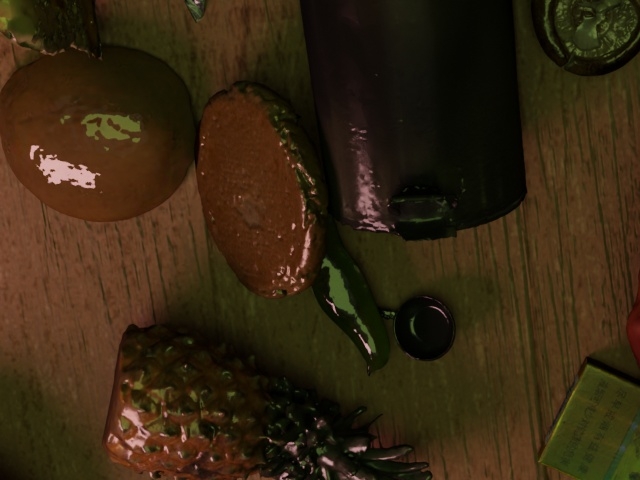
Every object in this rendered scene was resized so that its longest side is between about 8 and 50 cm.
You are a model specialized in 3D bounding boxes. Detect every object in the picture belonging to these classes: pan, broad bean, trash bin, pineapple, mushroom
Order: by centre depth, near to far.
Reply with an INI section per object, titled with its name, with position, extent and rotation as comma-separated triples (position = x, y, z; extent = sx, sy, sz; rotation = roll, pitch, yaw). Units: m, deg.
[trash bin]
position = 0.088, -0.178, 1.857
extent = 0.203, 0.252, 0.301
rotation = -4, 110, 8
[mushroom]
position = 0.266, -0.222, 1.916
extent = 0.123, 0.052, 0.123
rotation = 1, 109, 1
[broad bean]
position = -0.001, 0.001, 2.001
extent = 0.060, 0.043, 0.297
rotation = -21, 96, 14
[pineapple]
position = -0.052, 0.193, 2.008
extent = 0.340, 0.169, 0.169
rotation = 15, 105, -6
[pan]
position = 0.089, 0.081, 2.023
extent = 0.115, 0.023, 0.068
rotation = 21, 106, 18

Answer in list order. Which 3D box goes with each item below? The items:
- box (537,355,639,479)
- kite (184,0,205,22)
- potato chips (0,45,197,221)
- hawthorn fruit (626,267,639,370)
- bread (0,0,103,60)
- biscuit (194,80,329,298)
[box]
position = 0.338, 0.214, 2.023
extent = 0.193, 0.030, 0.121
rotation = 24, 105, 0
[kite]
position = -0.104, -0.284, 1.964
extent = 0.157, 0.011, 0.139
rotation = 22, 107, 1
[potato chips]
position = -0.233, -0.109, 1.994
extent = 0.208, 0.062, 0.195
rotation = 32, 107, -4
[hawthorn fruit]
position = 0.509, 0.060, 1.763
extent = 0.472, 0.472, 0.471
rotation = 1, 103, 6
[bread]
position = -0.385, -0.308, 1.867
extent = 0.279, 0.248, 0.315
rotation = -9, 93, 8
[biscuit]
position = -0.056, -0.050, 1.933
extent = 0.042, 0.226, 0.226
rotation = -17, 105, -33
